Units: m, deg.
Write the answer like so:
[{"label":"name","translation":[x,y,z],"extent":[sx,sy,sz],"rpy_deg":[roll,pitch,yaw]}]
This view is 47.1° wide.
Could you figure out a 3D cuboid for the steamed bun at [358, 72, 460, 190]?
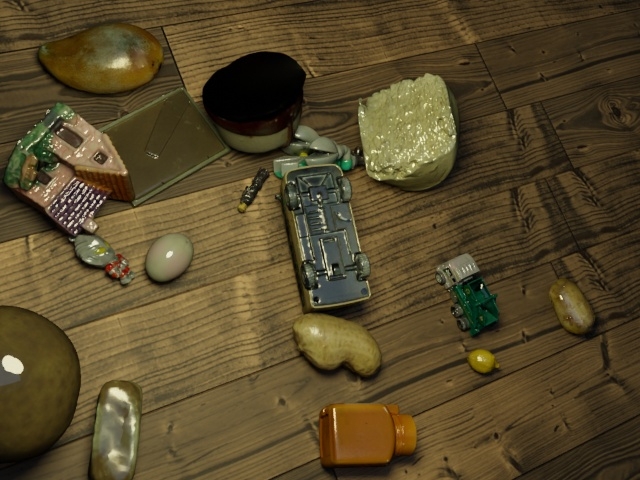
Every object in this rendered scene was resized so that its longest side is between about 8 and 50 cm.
[{"label":"steamed bun","translation":[0.282,-0.295,2.026],"extent":[0.273,0.272,0.291],"rpy_deg":[21,69,-44]}]

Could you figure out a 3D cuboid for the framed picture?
[{"label":"framed picture","translation":[-0.426,-0.254,1.936],"extent":[0.315,0.024,0.232],"rpy_deg":[-34,84,-24]}]

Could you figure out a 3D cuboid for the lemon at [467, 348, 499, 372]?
[{"label":"lemon","translation":[0.440,0.327,1.988],"extent":[0.092,0.065,0.065],"rpy_deg":[16,67,-3]}]

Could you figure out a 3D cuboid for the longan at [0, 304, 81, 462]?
[{"label":"longan","translation":[-0.647,0.293,1.516],"extent":[0.318,0.319,0.319],"rpy_deg":[6,69,-16]}]

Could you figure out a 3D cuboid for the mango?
[{"label":"mango","translation":[-0.566,-0.473,1.903],"extent":[0.316,0.146,0.193],"rpy_deg":[-3,64,-13]}]

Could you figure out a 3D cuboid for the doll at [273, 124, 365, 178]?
[{"label":"doll","translation":[-0.011,-0.239,2.016],"extent":[0.258,0.194,0.153],"rpy_deg":[-24,115,-50]}]

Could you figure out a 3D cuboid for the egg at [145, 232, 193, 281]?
[{"label":"egg","translation":[-0.371,0.041,1.801],"extent":[0.103,0.103,0.135],"rpy_deg":[41,67,-1]}]

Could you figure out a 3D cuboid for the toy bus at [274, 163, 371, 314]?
[{"label":"toy bus","translation":[0.000,0.000,1.888],"extent":[0.176,0.202,0.366],"rpy_deg":[-8,77,-14]}]

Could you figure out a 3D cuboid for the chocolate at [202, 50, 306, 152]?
[{"label":"chocolate","translation":[-0.159,-0.347,1.946],"extent":[0.283,0.186,0.284],"rpy_deg":[-8,48,9]}]

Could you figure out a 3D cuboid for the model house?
[{"label":"model house","translation":[-0.576,-0.153,1.738],"extent":[0.237,0.202,0.237],"rpy_deg":[34,67,1]}]

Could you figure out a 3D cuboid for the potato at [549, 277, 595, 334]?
[{"label":"potato","translation":[0.724,0.193,2.121],"extent":[0.107,0.080,0.171],"rpy_deg":[-24,83,-32]}]

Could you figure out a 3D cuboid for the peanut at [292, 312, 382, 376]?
[{"label":"peanut","translation":[0.045,0.264,1.853],"extent":[0.253,0.122,0.137],"rpy_deg":[16,76,-17]}]

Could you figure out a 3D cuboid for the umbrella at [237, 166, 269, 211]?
[{"label":"umbrella","translation":[-0.181,-0.136,1.965],"extent":[0.040,0.037,0.144],"rpy_deg":[38,60,-17]}]

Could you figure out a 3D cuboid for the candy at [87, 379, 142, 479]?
[{"label":"candy","translation":[-0.454,0.431,1.632],"extent":[0.102,0.104,0.234],"rpy_deg":[9,68,-16]}]

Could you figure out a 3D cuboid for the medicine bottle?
[{"label":"medicine bottle","translation":[0.115,0.477,1.799],"extent":[0.222,0.112,0.150],"rpy_deg":[4,69,-17]}]

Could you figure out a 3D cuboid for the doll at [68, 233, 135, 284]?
[{"label":"doll","translation":[-0.526,0.039,1.773],"extent":[0.180,0.079,0.094],"rpy_deg":[38,36,-9]}]

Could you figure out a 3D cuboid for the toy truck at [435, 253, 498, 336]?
[{"label":"toy truck","translation":[0.414,0.143,2.016],"extent":[0.110,0.116,0.216],"rpy_deg":[-21,78,-23]}]
